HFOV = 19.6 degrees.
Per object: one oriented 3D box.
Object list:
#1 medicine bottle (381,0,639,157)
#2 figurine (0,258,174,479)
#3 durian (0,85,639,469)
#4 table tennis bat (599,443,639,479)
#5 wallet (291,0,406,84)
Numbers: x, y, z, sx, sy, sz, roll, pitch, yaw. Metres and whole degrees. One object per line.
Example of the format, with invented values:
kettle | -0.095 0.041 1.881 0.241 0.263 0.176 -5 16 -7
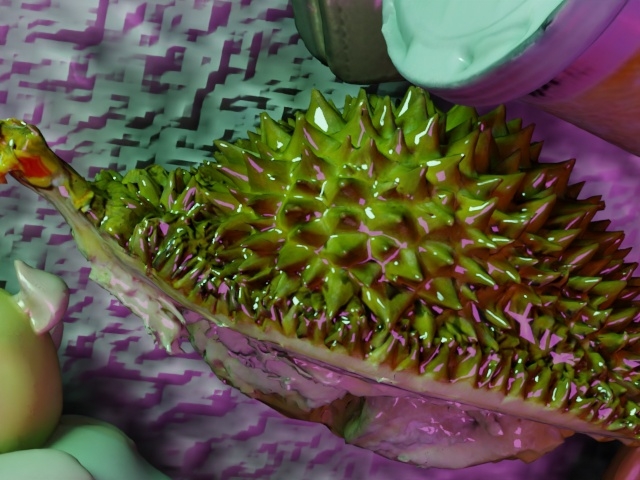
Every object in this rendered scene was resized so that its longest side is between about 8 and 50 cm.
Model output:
medicine bottle | 0.222 -0.013 0.531 0.426 0.108 0.108 22 109 -25
figurine | -0.093 0.089 0.534 0.235 0.127 0.155 -7 80 -12
durian | 0.000 0.000 0.507 0.208 0.146 0.102 20 76 -30
table tennis bat | 0.130 0.151 0.604 0.321 0.050 0.198 -40 112 -10
wallet | 0.037 -0.123 0.504 0.118 0.039 0.153 -13 117 -10
